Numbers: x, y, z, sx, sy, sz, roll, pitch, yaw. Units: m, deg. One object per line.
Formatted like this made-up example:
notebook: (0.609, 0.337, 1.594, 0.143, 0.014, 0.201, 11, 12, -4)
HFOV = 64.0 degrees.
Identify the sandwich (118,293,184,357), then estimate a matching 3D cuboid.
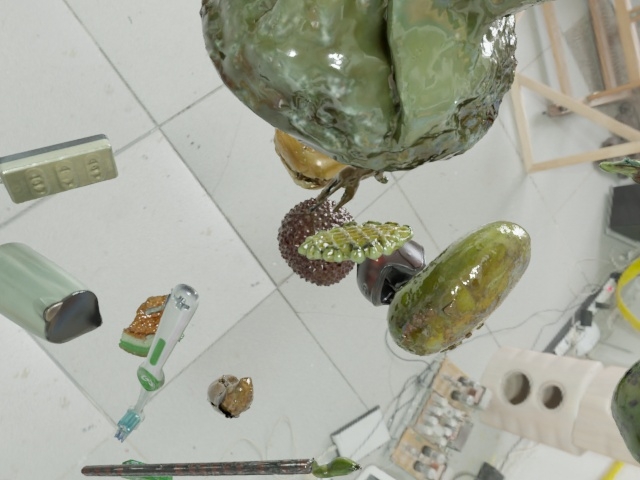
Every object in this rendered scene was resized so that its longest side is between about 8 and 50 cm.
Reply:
sandwich: (-0.472, 0.232, 1.407, 0.109, 0.185, 0.159, -10, 94, -62)

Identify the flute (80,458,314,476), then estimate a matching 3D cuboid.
flute: (-0.128, 0.219, 0.491, 0.014, 0.270, 0.014, -12, 90, -67)

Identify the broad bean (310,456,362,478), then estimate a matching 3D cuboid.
broad bean: (0.049, 0.773, 1.745, 0.048, 0.214, 0.070, 51, 39, -40)

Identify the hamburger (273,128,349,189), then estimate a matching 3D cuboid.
hamburger: (-0.004, -0.339, 1.773, 0.284, 0.174, 0.304, -29, 75, -18)

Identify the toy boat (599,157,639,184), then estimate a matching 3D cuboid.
toy boat: (0.448, -0.025, 0.604, 0.109, 0.099, 0.292, 29, 35, -37)

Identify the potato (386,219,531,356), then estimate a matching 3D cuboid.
potato: (0.244, 0.086, 0.891, 0.298, 0.176, 0.141, -42, 70, 10)

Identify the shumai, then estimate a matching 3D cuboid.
shumai: (0.088, -0.292, 0.531, 0.396, 0.348, 0.394, 10, 57, -17)

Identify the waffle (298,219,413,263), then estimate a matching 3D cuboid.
waffle: (0.061, 0.000, 0.872, 0.184, 0.169, 0.036, -23, 112, -48)

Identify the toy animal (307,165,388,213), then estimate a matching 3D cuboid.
toy animal: (0.065, -0.110, 0.879, 0.220, 0.086, 0.069, -36, 83, 13)

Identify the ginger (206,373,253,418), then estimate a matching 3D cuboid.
ginger: (-0.289, 0.484, 1.613, 0.107, 0.309, 0.133, 30, 68, -18)

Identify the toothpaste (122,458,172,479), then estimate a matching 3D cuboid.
toothpaste: (-0.233, 0.316, 0.693, 0.083, 0.017, 0.020, 48, 23, -46)

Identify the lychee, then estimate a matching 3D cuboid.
lychee: (0.000, 0.000, 1.639, 0.276, 0.276, 0.304, 13, 57, -27)

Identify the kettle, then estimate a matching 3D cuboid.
kettle: (-0.658, 0.135, 1.236, 0.255, 0.240, 0.165, 24, 79, 17)

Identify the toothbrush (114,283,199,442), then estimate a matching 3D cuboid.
toothbrush: (-0.227, 0.178, 0.695, 0.042, 0.418, 0.040, 37, 40, 3)

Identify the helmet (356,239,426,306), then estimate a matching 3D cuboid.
helmet: (0.196, 0.084, 1.400, 0.216, 0.193, 0.189, -35, 145, -27)

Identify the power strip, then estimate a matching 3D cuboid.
power strip: (-0.622, -0.169, 1.216, 0.257, 0.070, 0.105, -20, 141, -23)

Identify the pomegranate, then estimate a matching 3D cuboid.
pomegranate: (0.337, 0.164, 0.471, 0.161, 0.122, 0.122, 38, 69, -53)
